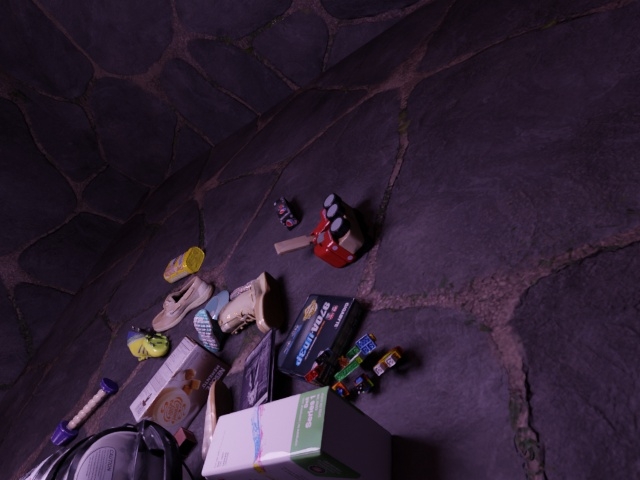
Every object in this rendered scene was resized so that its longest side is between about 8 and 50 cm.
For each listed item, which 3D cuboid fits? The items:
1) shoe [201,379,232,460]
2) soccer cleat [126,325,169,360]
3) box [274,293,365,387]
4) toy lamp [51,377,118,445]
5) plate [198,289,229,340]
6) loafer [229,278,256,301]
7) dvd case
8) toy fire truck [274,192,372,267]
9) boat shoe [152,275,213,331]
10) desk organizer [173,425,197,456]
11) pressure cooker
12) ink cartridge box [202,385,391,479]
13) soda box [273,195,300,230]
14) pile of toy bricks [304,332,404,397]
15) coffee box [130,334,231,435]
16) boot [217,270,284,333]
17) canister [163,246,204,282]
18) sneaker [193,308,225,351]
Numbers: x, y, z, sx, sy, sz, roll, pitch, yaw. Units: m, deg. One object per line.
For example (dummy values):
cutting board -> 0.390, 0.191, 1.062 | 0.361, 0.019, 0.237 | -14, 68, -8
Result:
shoe -> -0.271, 0.454, 1.120 | 0.058, 0.076, 0.219 | -32, 34, 11
soccer cleat -> -0.652, 0.404, 1.657 | 0.289, 0.093, 0.121 | 7, 88, 48
box -> -0.007, 0.241, 1.090 | 0.175, 0.051, 0.220 | -2, 50, 50
toy lamp -> -0.878, 0.637, 1.625 | 0.274, 0.080, 0.080 | -49, 31, -8
plate -> -0.377, 0.253, 1.513 | 0.188, 0.024, 0.188 | -40, 31, 30
loafer -> -0.255, 0.178, 1.478 | 0.125, 0.045, 0.039 | -35, 38, 11
dvd case -> -0.162, 0.353, 1.121 | 0.164, 0.018, 0.221 | -52, 23, 30
toy fire truck -> 0.000, 0.000, 1.305 | 0.246, 0.158, 0.217 | -46, 29, 20
boat shoe -> -0.553, 0.242, 1.698 | 0.302, 0.098, 0.109 | -35, 31, 16
desk organizer -> -0.388, 0.566, 1.155 | 0.130, 0.047, 0.050 | -51, 33, -11
pressure cooker -> -0.438, 0.591, 0.875 | 0.420, 0.375, 0.370 | -39, 74, 8
ink cartridge box -> -0.041, 0.389, 0.800 | 0.278, 0.201, 0.117 | -26, 34, 29
soda box -> -0.130, -0.104, 1.654 | 0.053, 0.060, 0.169 | -39, 30, 7
pile of toy bricks -> 0.073, 0.261, 0.945 | 0.212, 0.118, 0.105 | -43, -10, 22
coffee box -> -0.397, 0.419, 1.254 | 0.246, 0.141, 0.098 | -53, 31, -17
boot -> -0.216, 0.226, 1.316 | 0.203, 0.095, 0.262 | -37, 29, 11
canister -> -0.611, 0.112, 1.956 | 0.170, 0.073, 0.126 | -26, 35, 32
sneaker -> -0.341, 0.267, 1.368 | 0.065, 0.166, 0.076 | 8, 38, 19
